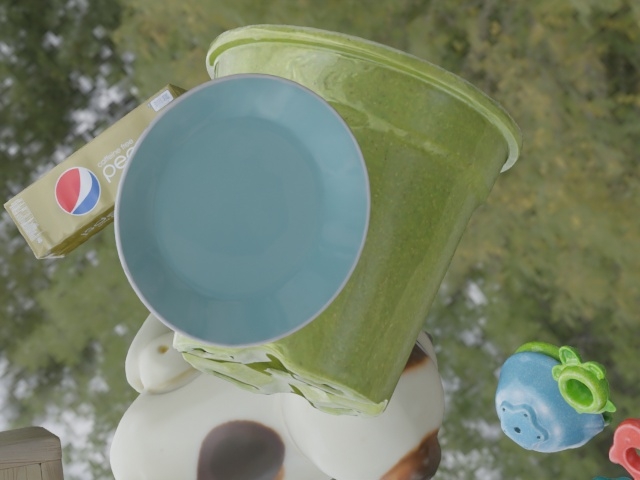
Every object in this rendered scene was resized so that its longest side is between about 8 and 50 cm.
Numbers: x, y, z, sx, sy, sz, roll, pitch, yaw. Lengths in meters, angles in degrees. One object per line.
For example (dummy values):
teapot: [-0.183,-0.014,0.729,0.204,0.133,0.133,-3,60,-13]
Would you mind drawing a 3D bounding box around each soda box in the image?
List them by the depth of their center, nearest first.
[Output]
soda box: [-0.177,-0.057,1.286,0.058,0.181,0.061,57,-171,7]

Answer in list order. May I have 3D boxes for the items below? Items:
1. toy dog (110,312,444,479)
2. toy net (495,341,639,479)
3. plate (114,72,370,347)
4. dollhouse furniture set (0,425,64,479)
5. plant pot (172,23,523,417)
toy dog: [-0.042,0.192,1.792,0.395,0.408,0.284,-35,-75,-55]
toy net: [0.190,0.156,0.862,0.045,0.122,0.232,-37,-87,-35]
plate: [-0.053,-0.020,1.020,0.188,0.188,0.024,46,169,-27]
dollhouse furniture set: [-0.132,0.171,0.683,0.129,0.129,0.183,-175,79,-66]
plant pot: [0.000,0.000,1.231,0.276,0.254,0.276,17,166,4]
